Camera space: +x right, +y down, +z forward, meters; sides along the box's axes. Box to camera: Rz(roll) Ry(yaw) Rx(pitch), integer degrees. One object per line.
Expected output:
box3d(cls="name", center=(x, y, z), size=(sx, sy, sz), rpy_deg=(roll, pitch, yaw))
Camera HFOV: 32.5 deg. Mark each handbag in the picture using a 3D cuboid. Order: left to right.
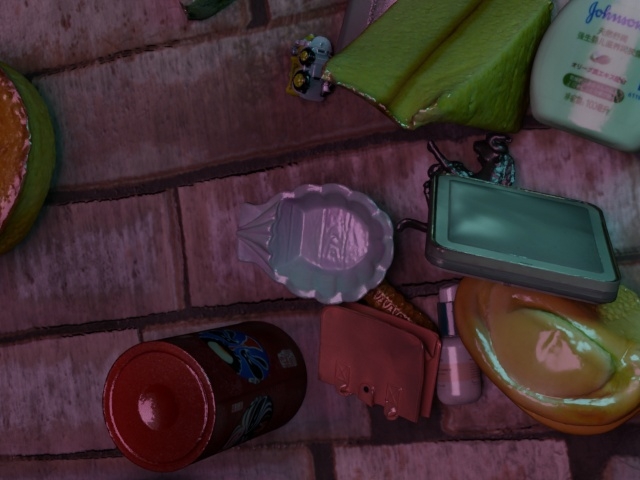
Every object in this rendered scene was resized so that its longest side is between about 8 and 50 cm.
box3d(cls="handbag", center=(0.091, 0.196, 1.793), size=(0.212, 0.059, 0.157), rpy_deg=(19, 111, 37))

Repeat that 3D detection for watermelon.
box3d(cls="watermelon", center=(-0.194, -0.473, 1.918), size=(0.121, 0.098, 0.158), rpy_deg=(0, 87, 23))

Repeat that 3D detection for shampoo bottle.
box3d(cls="shampoo bottle", center=(0.216, 0.165, 1.763), size=(0.074, 0.074, 0.192), rpy_deg=(-6, 90, 24))
box3d(cls="shampoo bottle", center=(0.449, -0.314, 1.609), size=(0.221, 0.151, 0.350), rpy_deg=(24, 100, 23))

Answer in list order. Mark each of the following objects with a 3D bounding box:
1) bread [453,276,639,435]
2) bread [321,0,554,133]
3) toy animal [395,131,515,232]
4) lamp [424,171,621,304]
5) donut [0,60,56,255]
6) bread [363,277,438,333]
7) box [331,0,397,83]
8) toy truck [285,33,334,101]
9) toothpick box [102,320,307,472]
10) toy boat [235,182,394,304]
box3d(cls="bread", center=(0.345, 0.159, 1.614), size=(0.315, 0.270, 0.211), rpy_deg=(39, 121, 21))
box3d(cls="bread", center=(0.173, -0.288, 1.617), size=(0.233, 0.361, 0.245), rpy_deg=(19, 101, 23))
box3d(cls="toy animal", center=(0.222, -0.069, 1.751), size=(0.148, 0.084, 0.233), rpy_deg=(22, 96, 20))
box3d(cls="lamp", center=(0.289, -0.011, 1.593), size=(0.269, 0.266, 0.047), rpy_deg=(12, 119, 1))
box3d(cls="donut", center=(-0.664, -0.159, 2.098), size=(0.377, 0.163, 0.435), rpy_deg=(-20, 82, 21))
box3d(cls="bread", center=(0.130, 0.118, 1.816), size=(0.157, 0.044, 0.052), rpy_deg=(44, 101, 16))
box3d(cls="box", center=(0.092, -0.365, 1.815), size=(0.103, 0.055, 0.244), rpy_deg=(18, 98, 22))
box3d(cls="toy truck", center=(-0.023, -0.295, 1.863), size=(0.076, 0.076, 0.111), rpy_deg=(14, 97, 43))
box3d(cls="toothpick box", center=(-0.179, 0.245, 1.799), size=(0.204, 0.333, 0.204), rpy_deg=(1, 91, 23))
box3d(cls="toy boat", center=(0.000, 0.000, 1.840), size=(0.290, 0.100, 0.200), rpy_deg=(9, 94, 23))
